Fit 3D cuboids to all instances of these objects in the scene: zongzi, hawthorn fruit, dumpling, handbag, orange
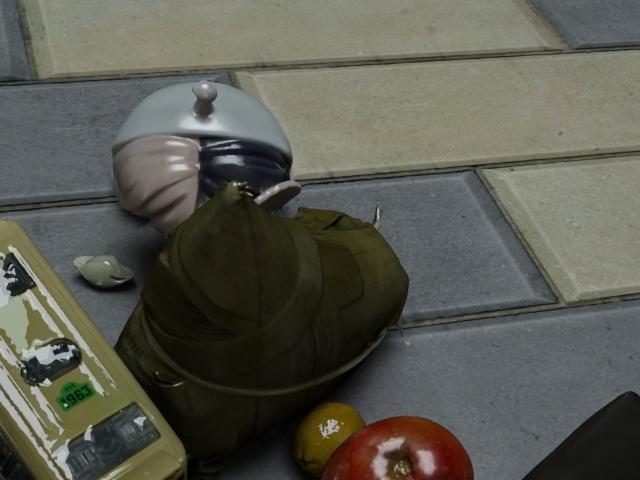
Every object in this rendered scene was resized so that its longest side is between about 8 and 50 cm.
[{"bbox_3d":[0.015,0.016,1.328,0.500,0.467,0.218,-31,74,-39],"label":"zongzi"},{"bbox_3d":[0.086,0.270,1.249,0.172,0.173,0.173,5,39,-4],"label":"hawthorn fruit"},{"bbox_3d":[-0.289,0.038,1.572,0.077,0.043,0.059,-7,22,6],"label":"dumpling"},{"bbox_3d":[0.352,0.319,1.287,0.257,0.114,0.285,39,41,25],"label":"handbag"},{"bbox_3d":[0.010,0.233,1.352,0.095,0.085,0.085,-30,52,-32],"label":"orange"}]

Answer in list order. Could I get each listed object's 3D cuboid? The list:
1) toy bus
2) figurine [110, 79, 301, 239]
[{"bbox_3d":[-0.299,0.171,1.226,0.177,0.202,0.365,-31,77,-37],"label":"toy bus"},{"bbox_3d":[-0.168,-0.107,1.561,0.253,0.211,0.361,-15,10,-3],"label":"figurine"}]
